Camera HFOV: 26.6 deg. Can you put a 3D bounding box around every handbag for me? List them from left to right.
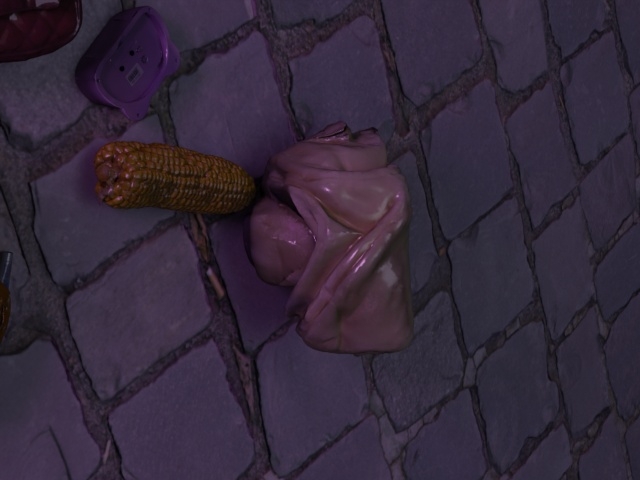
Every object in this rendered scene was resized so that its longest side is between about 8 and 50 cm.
[{"bbox_3d":[-0.402,-0.291,1.633,0.225,0.135,0.146,-21,115,-48],"label":"handbag"}]

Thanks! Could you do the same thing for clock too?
[{"bbox_3d":[-0.264,-0.241,1.862,0.110,0.050,0.153,54,56,-38],"label":"clock"}]

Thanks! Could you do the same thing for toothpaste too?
[{"bbox_3d":[-0.413,0.056,1.753,0.024,0.015,0.083,4,97,-51],"label":"toothpaste"}]

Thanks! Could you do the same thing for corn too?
[{"bbox_3d":[-0.201,-0.085,1.919,0.291,0.101,0.101,5,90,-49],"label":"corn"}]

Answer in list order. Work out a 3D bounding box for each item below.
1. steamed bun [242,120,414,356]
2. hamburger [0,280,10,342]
[{"bbox_3d":[0.000,0.000,2.056,0.347,0.237,0.394,101,-16,-55],"label":"steamed bun"},{"bbox_3d":[-0.477,0.100,1.618,0.213,0.108,0.214,-13,106,-53],"label":"hamburger"}]
